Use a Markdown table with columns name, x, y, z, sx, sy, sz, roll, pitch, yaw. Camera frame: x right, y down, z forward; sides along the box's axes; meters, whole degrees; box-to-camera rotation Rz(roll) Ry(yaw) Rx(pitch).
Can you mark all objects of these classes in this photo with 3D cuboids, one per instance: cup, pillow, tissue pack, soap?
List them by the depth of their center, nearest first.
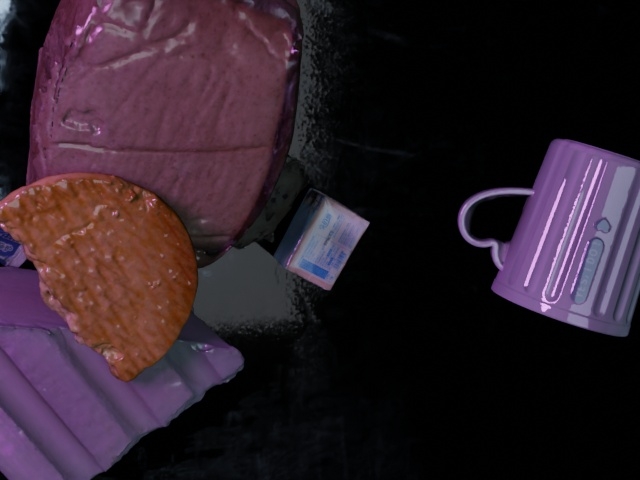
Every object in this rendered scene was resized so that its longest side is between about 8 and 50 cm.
| name | x | y | z | sx | sy | sz | roll | pitch | yaw |
| --- | --- | --- | --- | --- | --- | --- | --- | --- | --- |
| soap | -0.263 | 0.076 | 1.147 | 0.257 | 0.159 | 0.302 | -35 | 121 | -5 |
| pillow | -0.120 | -0.022 | 1.243 | 0.241 | 0.051 | 0.093 | -16 | 112 | -20 |
| tissue pack | 0.000 | 0.000 | 1.295 | 0.074 | 0.059 | 0.094 | 29 | 93 | -25 |
| cup | 0.290 | -0.012 | 1.354 | 0.221 | 0.167 | 0.202 | 15 | 97 | -27 |

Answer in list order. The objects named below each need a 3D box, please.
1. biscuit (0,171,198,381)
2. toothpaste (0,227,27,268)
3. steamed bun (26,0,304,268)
| name | x | y | z | sx | sy | sz | roll | pitch | yaw |
| --- | --- | --- | --- | --- | --- | --- | --- | --- | --- |
| biscuit | -0.189 | 0.018 | 1.049 | 0.144 | 0.033 | 0.224 | -36 | 124 | -6 |
| toothpaste | -0.371 | -0.032 | 1.147 | 0.197 | 0.035 | 0.057 | 32 | 111 | -29 |
| steamed bun | -0.161 | -0.141 | 1.108 | 0.251 | 0.199 | 0.301 | 7 | 119 | -28 |
